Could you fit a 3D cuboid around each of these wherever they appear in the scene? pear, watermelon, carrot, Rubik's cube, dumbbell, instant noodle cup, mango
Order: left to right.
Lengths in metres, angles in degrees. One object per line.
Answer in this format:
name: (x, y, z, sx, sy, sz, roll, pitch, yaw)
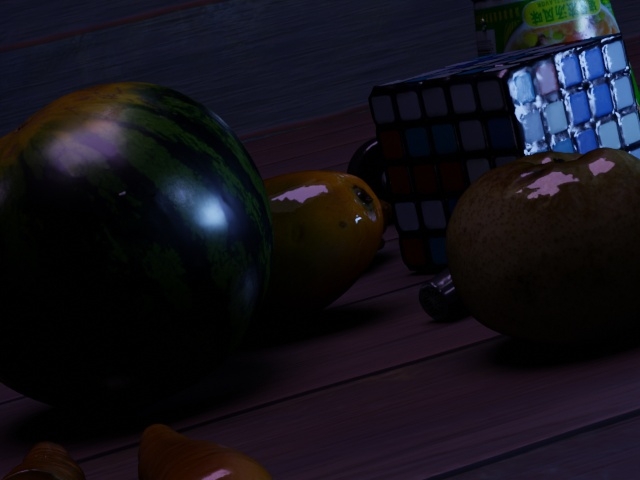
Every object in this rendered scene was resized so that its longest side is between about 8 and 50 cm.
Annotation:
carrot: (-0.169, 0.152, 1.068, 0.061, 0.061, 0.210, -14, 4, -5)
watermelon: (-0.161, 0.006, 1.353, 0.269, 0.269, 0.269, -13, 8, 2)
carrot: (-0.076, 0.139, 0.988, 0.069, 0.069, 0.336, -15, 5, -14)
mango: (-0.070, 0.018, 1.543, 0.289, 0.129, 0.146, -12, 20, 40)
dumbbell: (0.100, -0.065, 1.934, 0.100, 0.100, 0.191, -15, 9, -13)
Rubik's cube: (0.180, -0.081, 1.632, 0.184, 0.182, 0.187, -21, 12, -40)
instant noodle cup: (0.254, -0.165, 1.903, 0.207, 0.232, 0.207, -13, 7, 2)
pear: (0.169, 0.004, 1.236, 0.167, 0.136, 0.167, -8, 8, 1)

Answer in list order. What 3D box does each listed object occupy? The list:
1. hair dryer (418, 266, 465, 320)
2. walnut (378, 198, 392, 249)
hair dryer: (0.210, 0.017, 1.397, 0.195, 0.075, 0.219, -31, 24, -33)
walnut: (0.000, 0.000, 1.765, 0.143, 0.069, 0.170, -8, 11, 22)
